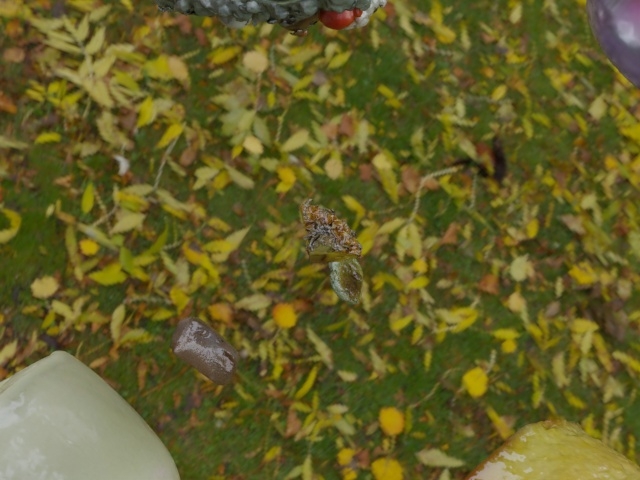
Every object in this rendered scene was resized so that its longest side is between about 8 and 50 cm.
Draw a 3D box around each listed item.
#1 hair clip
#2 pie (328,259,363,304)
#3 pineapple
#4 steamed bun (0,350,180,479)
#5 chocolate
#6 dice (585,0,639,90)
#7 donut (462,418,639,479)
[{"bbox_3d":[-0.051,-0.285,1.191,0.138,0.321,0.091,-49,134,-35],"label":"hair clip"},{"bbox_3d":[0.042,0.058,1.561,0.084,0.020,0.084,31,49,-43],"label":"pie"},{"bbox_3d":[0.000,0.000,1.371,0.114,0.077,0.114,47,10,4],"label":"pineapple"},{"bbox_3d":[-0.204,0.199,0.760,0.200,0.155,0.250,44,30,-5],"label":"steamed bun"},{"bbox_3d":[-0.135,0.136,1.254,0.101,0.031,0.064,43,40,-26],"label":"chocolate"},{"bbox_3d":[0.515,-0.317,1.249,0.270,0.271,0.270,43,46,6],"label":"dice"},{"bbox_3d":[0.261,0.395,1.130,0.435,0.164,0.377,34,79,-48],"label":"donut"}]
